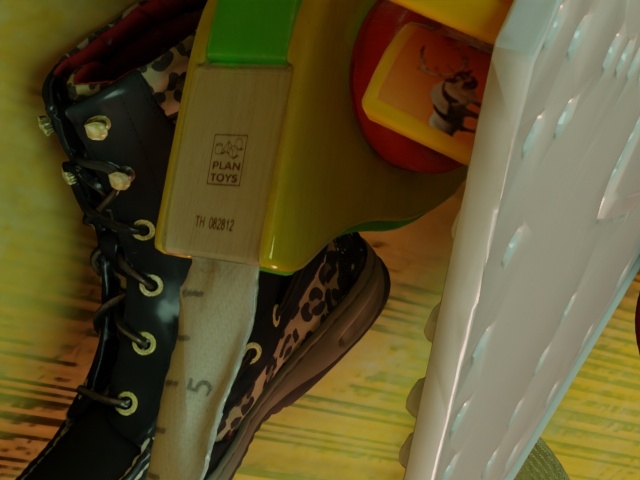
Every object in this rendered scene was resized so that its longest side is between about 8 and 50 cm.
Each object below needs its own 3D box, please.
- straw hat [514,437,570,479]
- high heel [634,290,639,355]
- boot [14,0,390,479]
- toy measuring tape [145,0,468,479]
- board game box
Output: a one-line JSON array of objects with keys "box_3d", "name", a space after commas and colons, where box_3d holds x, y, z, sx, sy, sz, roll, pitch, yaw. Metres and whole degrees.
[{"box_3d": [0.093, 0.164, 0.867, 0.061, 0.144, 0.144, -26, 132, 24], "name": "straw hat"}, {"box_3d": [0.269, -0.073, 0.747, 0.181, 0.127, 0.377, -58, 172, -57], "name": "high heel"}, {"box_3d": [-0.083, 0.020, 0.671, 0.236, 0.085, 0.178, -44, 127, -28], "name": "boot"}, {"box_3d": [0.000, 0.000, 0.609, 0.121, 0.121, 0.330, 12, 87, -37], "name": "toy measuring tape"}, {"box_3d": [0.114, -0.069, 0.608, 0.390, 0.050, 0.390, -53, 162, -33], "name": "board game box"}]
